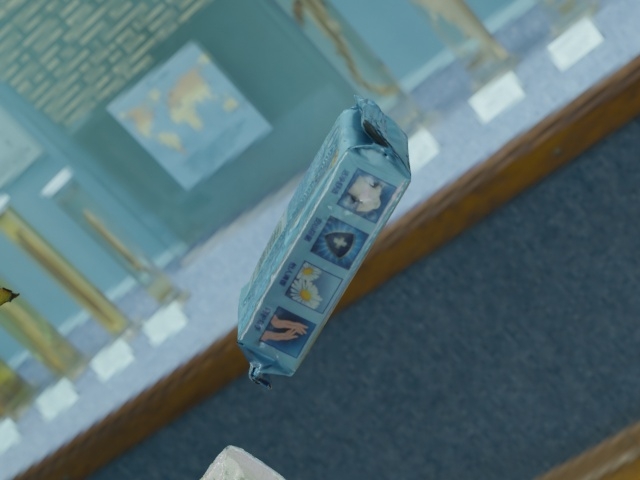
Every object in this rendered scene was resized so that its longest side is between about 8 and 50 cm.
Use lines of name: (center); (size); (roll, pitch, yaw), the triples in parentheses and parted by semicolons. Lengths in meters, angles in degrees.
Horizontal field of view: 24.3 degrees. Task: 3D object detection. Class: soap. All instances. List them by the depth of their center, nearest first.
soap: (0.000, 0.000, 1.441); (0.293, 0.077, 0.156); (-59, 10, 20)

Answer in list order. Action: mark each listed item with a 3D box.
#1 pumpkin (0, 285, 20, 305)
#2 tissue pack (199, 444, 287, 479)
pumpkin: (-0.540, 0.073, 1.916); (0.130, 0.254, 0.149); (1, 67, 55)
tissue pack: (-0.071, 0.365, 1.798); (0.124, 0.185, 0.225); (-49, -13, -21)
